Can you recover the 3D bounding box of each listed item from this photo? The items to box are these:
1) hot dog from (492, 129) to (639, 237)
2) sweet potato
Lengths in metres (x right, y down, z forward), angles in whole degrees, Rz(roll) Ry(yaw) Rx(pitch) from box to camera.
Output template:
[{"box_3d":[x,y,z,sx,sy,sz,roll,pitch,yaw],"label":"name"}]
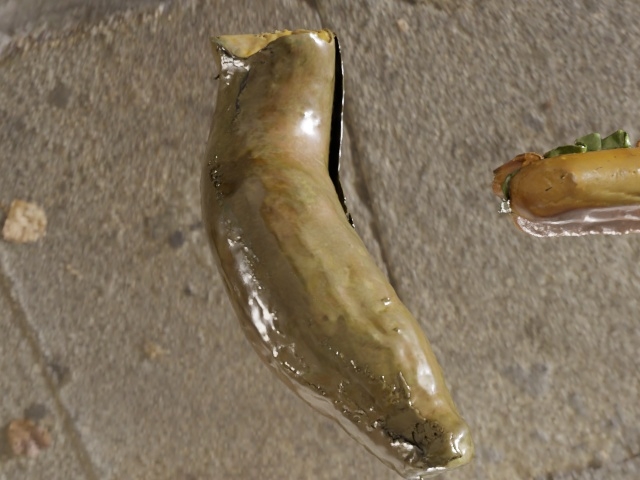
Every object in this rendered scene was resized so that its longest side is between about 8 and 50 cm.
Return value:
[{"box_3d":[0.191,-0.034,0.660,0.188,0.072,0.055,-3,77,-2],"label":"hot dog"},{"box_3d":[-0.004,-0.002,0.606,0.112,0.286,0.085,-38,143,22],"label":"sweet potato"}]
